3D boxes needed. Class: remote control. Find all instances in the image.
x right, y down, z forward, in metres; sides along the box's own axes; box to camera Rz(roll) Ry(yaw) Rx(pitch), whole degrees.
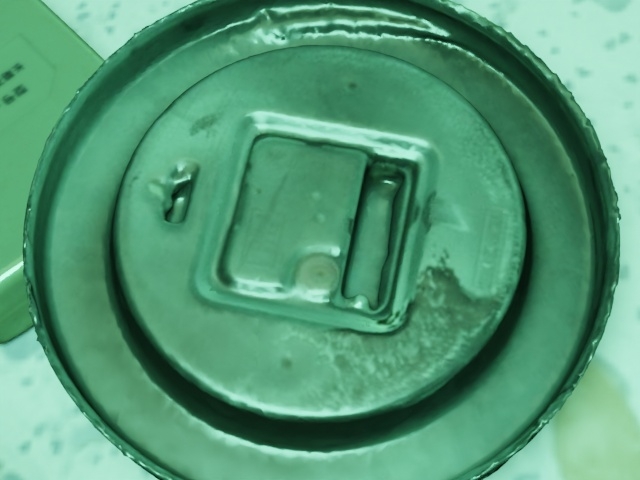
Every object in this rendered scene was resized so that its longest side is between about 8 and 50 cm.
[{"bbox_3d":[-0.181,-0.078,0.564,0.123,0.038,0.285,-41,58,-14],"label":"remote control"}]

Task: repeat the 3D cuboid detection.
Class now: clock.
[{"bbox_3d":[0.000,0.000,0.448,0.215,0.042,0.215,0,66,1],"label":"clock"}]
